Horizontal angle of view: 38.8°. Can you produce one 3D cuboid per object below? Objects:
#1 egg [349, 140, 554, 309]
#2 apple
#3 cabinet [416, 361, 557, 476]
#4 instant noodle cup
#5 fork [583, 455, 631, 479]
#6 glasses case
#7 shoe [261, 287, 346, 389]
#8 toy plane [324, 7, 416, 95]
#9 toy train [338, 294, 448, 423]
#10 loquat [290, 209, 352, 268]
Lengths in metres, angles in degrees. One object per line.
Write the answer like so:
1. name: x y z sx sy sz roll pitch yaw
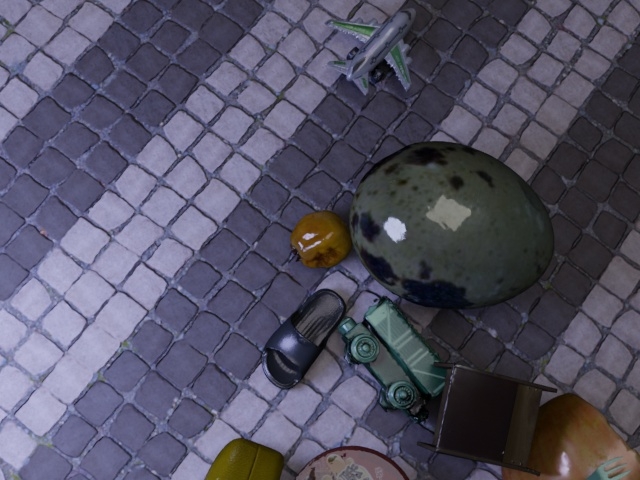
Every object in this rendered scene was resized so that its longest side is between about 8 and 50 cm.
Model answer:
1. egg: 0.271 -0.025 1.885 0.428 0.345 0.344 16 73 -8
2. apple: 0.533 0.482 1.853 0.309 0.314 0.252 51 34 5
3. cabinet: 0.325 0.350 1.799 0.215 0.148 0.174 14 82 -8
4. instant noodle cup: 0.061 0.553 1.825 0.274 0.090 0.273 1 74 -5
5. fork: 0.478 0.477 1.732 0.235 0.021 0.039 -33 68 20
6. glasses case: -0.193 0.565 1.751 0.141 0.173 0.371 21 73 -3
7. shoe: -0.034 0.198 1.918 0.108 0.093 0.241 37 72 4
8. toy plane: 0.135 -0.452 2.119 0.251 0.101 0.255 40 70 6
9. toy train: 0.156 0.252 1.910 0.154 0.115 0.269 -38 80 -12
10. loquat: 0.000 0.000 1.970 0.137 0.113 0.137 0 93 6
